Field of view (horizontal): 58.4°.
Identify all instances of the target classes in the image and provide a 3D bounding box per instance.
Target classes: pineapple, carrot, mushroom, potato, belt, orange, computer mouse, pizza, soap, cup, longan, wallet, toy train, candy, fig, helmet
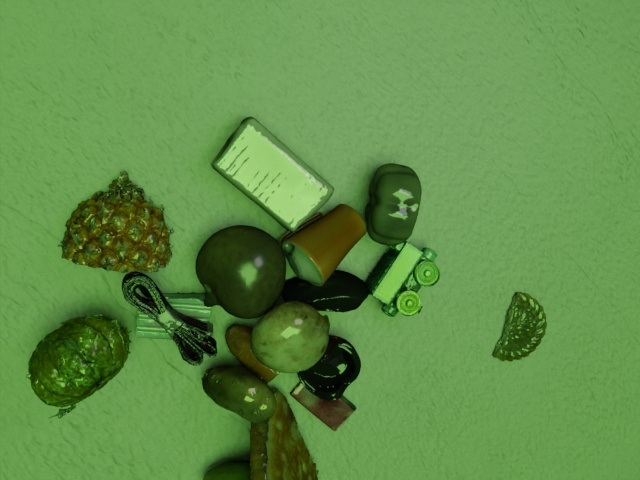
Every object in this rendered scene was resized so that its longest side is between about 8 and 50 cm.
[{"bbox_3d":[-0.599,-0.058,1.672,0.344,0.209,0.286,4,99,-13],"label":"pineapple"},{"bbox_3d":[-0.217,0.359,1.892,0.225,0.159,0.159,37,90,-4],"label":"carrot"},{"bbox_3d":[-0.088,0.294,1.761,0.254,0.184,0.255,-6,109,-16],"label":"mushroom"},{"bbox_3d":[-0.265,0.476,1.822,0.192,0.296,0.141,50,58,-42],"label":"potato"},{"bbox_3d":[-0.456,0.232,1.727,0.126,0.094,0.359,-44,107,1],"label":"belt"},{"bbox_3d":[-0.709,0.340,1.672,0.223,0.300,0.301,46,132,1],"label":"orange"},{"bbox_3d":[0.017,0.154,1.876,0.295,0.168,0.087,0,121,-10],"label":"computer mouse"},{"bbox_3d":[-0.124,0.753,1.908,0.130,0.440,0.406,-19,134,16],"label":"pizza"},{"bbox_3d":[-0.464,0.235,1.822,0.230,0.091,0.145,6,102,-15],"label":"soap"},{"bbox_3d":[0.000,0.000,1.835,0.264,0.226,0.182,-42,141,-22],"label":"cup"},{"bbox_3d":[-0.243,0.100,1.774,0.300,0.243,0.300,0,91,4],"label":"longan"},{"bbox_3d":[0.010,0.569,2.033,0.232,0.025,0.119,43,89,-16],"label":"wallet"},{"bbox_3d":[0.279,0.126,1.953,0.188,0.159,0.272,34,91,-11],"label":"toy train"},{"bbox_3d":[-0.149,-0.202,1.790,0.358,0.145,0.208,41,89,-16],"label":"candy"},{"bbox_3d":[-0.273,0.833,1.920,0.230,0.207,0.207,41,89,-12],"label":"fig"},{"bbox_3d":[0.025,0.416,1.920,0.215,0.193,0.189,-14,109,-3],"label":"helmet"}]

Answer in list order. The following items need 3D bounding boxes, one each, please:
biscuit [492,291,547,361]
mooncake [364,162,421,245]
[{"bbox_3d":[0.774,0.340,2.174,0.187,0.036,0.274,13,97,-16],"label":"biscuit"},{"bbox_3d":[0.223,-0.117,1.842,0.135,0.275,0.275,8,98,-8],"label":"mooncake"}]
